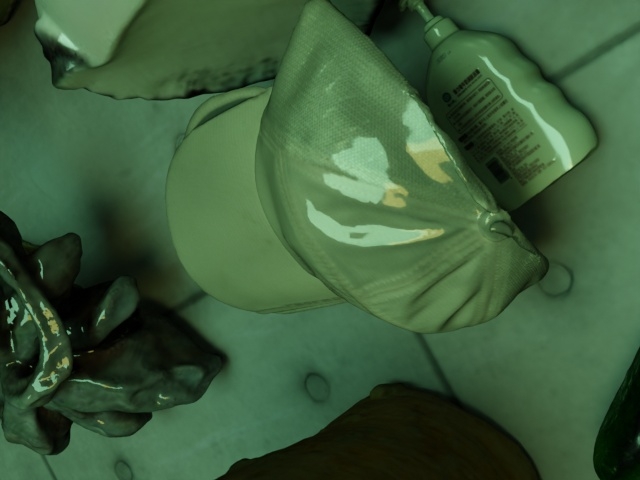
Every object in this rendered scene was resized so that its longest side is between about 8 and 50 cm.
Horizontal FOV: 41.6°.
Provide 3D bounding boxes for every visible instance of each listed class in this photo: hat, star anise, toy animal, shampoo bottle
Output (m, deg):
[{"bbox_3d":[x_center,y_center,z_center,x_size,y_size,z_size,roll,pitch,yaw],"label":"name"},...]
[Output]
[{"bbox_3d":[0.000,0.000,0.504,0.226,0.164,0.219,-34,119,22],"label":"hat"},{"bbox_3d":[-0.263,0.083,0.696,0.360,0.139,0.315,11,126,3],"label":"star anise"},{"bbox_3d":[-0.097,-0.258,0.499,0.251,0.251,0.309,-21,81,36],"label":"toy animal"},{"bbox_3d":[0.097,-0.095,0.519,0.152,0.045,0.077,52,127,7],"label":"shampoo bottle"}]

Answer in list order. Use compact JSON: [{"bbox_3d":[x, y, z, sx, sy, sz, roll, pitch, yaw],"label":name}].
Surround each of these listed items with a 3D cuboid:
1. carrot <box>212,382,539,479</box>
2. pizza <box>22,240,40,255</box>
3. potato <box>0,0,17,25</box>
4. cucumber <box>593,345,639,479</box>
[{"bbox_3d":[0.010,0.224,0.497,0.224,0.341,0.224,7,104,30],"label":"carrot"},{"bbox_3d":[-0.305,0.049,0.829,0.175,0.046,0.134,52,125,10],"label":"pizza"},{"bbox_3d":[-0.458,-0.257,0.577,0.386,0.319,0.442,25,143,10],"label":"potato"},{"bbox_3d":[0.228,0.030,0.466,0.056,0.056,0.284,35,116,21],"label":"cucumber"}]
